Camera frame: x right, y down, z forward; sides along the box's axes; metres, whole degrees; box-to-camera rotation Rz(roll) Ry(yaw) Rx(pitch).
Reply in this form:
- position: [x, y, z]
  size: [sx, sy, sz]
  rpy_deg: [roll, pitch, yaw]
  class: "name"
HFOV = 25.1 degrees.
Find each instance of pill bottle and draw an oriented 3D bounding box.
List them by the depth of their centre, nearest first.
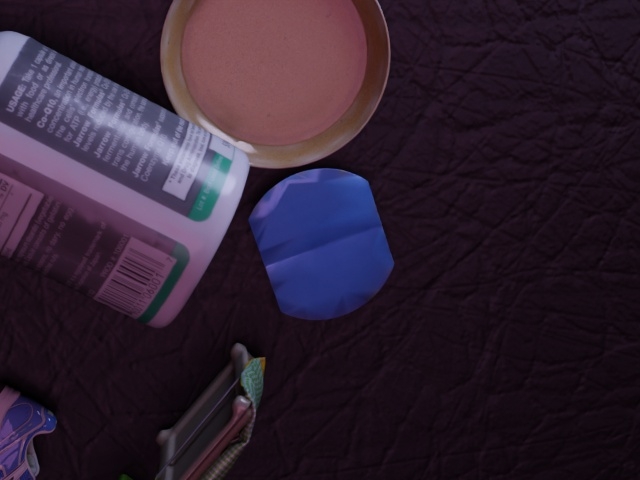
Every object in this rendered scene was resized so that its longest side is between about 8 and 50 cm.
- position: [-0.269, -0.077, 1.405]
  size: [0.361, 0.204, 0.204]
  rpy_deg: [28, 100, -12]
  class: "pill bottle"

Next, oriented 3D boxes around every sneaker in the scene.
- position: [-0.352, 0.261, 1.549]
  size: [0.081, 0.080, 0.211]
  rpy_deg: [21, 103, -7]
  class: "sneaker"

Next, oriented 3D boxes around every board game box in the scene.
- position: [0.000, 0.000, 1.541]
  size: [0.133, 0.033, 0.168]
  rpy_deg: [-21, 110, -5]
  class: "board game box"

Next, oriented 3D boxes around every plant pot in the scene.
- position: [-0.047, -0.192, 1.486]
  size: [0.236, 0.032, 0.236]
  rpy_deg: [-1, 105, -4]
  class: "plant pot"

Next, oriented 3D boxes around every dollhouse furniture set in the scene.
- position: [-0.118, 0.281, 1.514]
  size: [0.151, 0.197, 0.301]
  rpy_deg: [39, 99, -12]
  class: "dollhouse furniture set"
